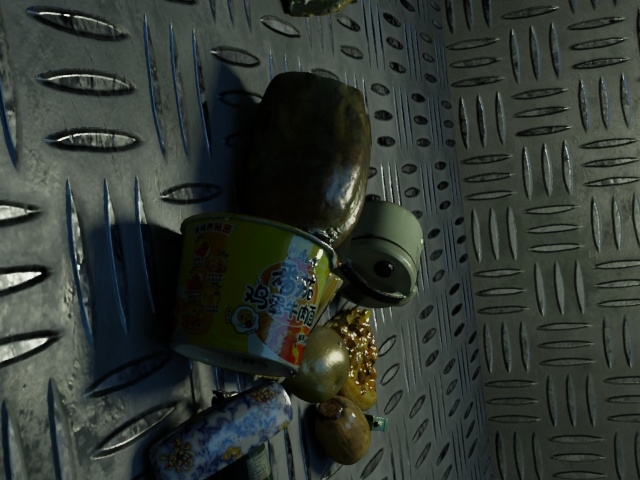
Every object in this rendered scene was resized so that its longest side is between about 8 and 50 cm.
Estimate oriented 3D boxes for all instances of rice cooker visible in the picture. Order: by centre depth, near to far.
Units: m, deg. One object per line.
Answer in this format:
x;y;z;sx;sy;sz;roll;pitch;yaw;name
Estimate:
0.135;0.042;1.983;0.244;0.226;0.226;-75;151;-50;rice cooker

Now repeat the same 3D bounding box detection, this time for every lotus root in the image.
-0.025;-0.131;1.579;0.250;0.251;0.345;54;36;-53;lotus root
0.054;0.426;1.812;0.125;0.118;0.220;-60;140;-30;lotus root

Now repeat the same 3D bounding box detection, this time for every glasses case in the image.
-0.148;0.295;1.257;0.248;0.065;0.086;-25;94;-37;glasses case

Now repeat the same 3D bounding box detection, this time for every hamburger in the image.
0.006;-0.636;1.877;0.288;0.192;0.167;-72;159;-45;hamburger

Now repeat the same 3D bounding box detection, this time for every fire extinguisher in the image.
-0.134;0.363;1.368;0.118;0.093;0.294;-45;125;-64;fire extinguisher

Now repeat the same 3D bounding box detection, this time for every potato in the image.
-0.026;0.244;1.632;0.194;0.157;0.157;12;73;-55;potato

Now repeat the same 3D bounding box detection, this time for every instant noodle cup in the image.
-0.119;0.094;1.286;0.264;0.265;0.200;46;53;-59;instant noodle cup

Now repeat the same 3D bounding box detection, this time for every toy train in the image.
0.121;0.444;1.997;0.056;0.093;0.038;17;78;-29;toy train

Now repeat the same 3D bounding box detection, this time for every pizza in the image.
0.072;0.312;1.937;0.258;0.087;0.268;-34;118;-63;pizza

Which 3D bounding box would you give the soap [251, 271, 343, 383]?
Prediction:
-0.062;0.141;1.487;0.233;0.076;0.135;-60;156;0;soap

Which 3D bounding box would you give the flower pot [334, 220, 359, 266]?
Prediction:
0.000;0.000;1.747;0.157;0.158;0.106;-26;121;-68;flower pot
